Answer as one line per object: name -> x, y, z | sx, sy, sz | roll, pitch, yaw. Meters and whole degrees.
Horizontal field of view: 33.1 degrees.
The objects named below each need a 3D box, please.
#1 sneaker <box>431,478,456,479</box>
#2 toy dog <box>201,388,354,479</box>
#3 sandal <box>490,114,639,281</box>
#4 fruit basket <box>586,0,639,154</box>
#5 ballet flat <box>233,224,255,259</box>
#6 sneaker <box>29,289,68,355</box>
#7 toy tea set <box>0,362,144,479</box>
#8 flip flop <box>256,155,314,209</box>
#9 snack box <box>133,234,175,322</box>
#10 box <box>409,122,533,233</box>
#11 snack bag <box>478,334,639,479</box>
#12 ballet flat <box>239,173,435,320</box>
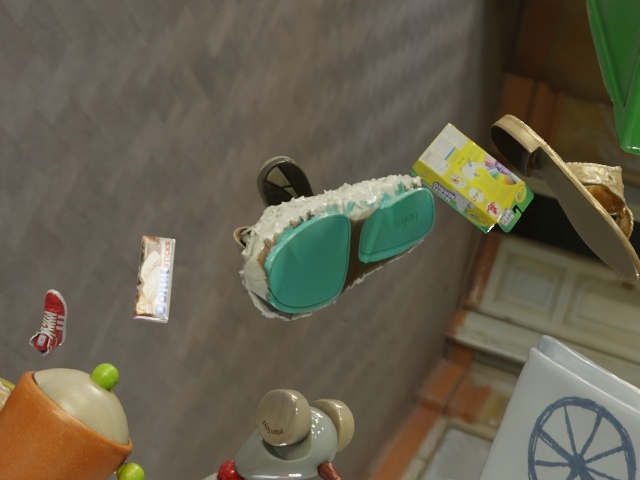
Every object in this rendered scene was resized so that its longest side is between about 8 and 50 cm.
sneaker -> 0.163, 0.462, 1.496 | 0.127, 0.208, 0.319 | -76, 151, -57
toy dog -> -0.069, 0.366, 1.624 | 0.220, 0.161, 0.333 | -3, 140, -35
sandal -> 0.302, -0.068, 1.217 | 0.079, 0.240, 0.088 | -37, 161, -12
fruit basket -> 0.342, -0.219, 0.557 | 0.392, 0.392, 0.282 | 84, 3, -52
ballet flat -> -0.076, 0.007, 1.485 | 0.057, 0.168, 0.052 | -37, 110, -25
sneaker -> -0.479, 0.148, 1.891 | 0.067, 0.042, 0.118 | -50, 150, -54
toy tea set -> -0.269, 0.076, 0.750 | 0.124, 0.200, 0.336 | -53, 129, -4
flip flop -> -0.055, -0.038, 1.894 | 0.112, 0.080, 0.277 | -35, 131, -16
snack box -> -0.313, 0.072, 2.032 | 0.022, 0.064, 0.178 | 115, -21, -53
box -> 0.239, -0.091, 1.682 | 0.105, 0.179, 0.043 | -49, 174, -34
snack bag -> 0.234, 0.281, 0.748 | 0.037, 0.343, 0.323 | 0, 113, -50
ballet flat -> 0.000, 0.000, 1.355 | 0.409, 0.147, 0.146 | -19, 125, -55
